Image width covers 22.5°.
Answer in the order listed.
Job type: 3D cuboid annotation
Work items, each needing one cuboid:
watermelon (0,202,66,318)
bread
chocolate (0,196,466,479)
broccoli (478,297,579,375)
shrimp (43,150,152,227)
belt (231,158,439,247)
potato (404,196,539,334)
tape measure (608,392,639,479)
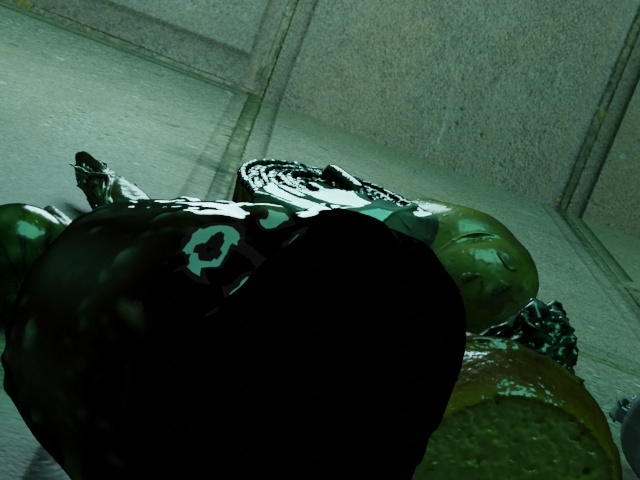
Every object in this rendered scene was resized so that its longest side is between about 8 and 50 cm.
[{"bbox_3d":[-0.246,0.018,1.310,0.109,0.109,0.109,20,11,-4],"label":"watermelon"},{"bbox_3d":[0.143,0.150,1.284,0.260,0.134,0.129,19,12,-11],"label":"bread"},{"bbox_3d":[-0.071,0.075,1.058,0.210,0.225,0.340,13,5,31],"label":"chocolate"},{"bbox_3d":[0.079,0.105,1.444,0.304,0.145,0.165,9,6,4],"label":"broccoli"},{"bbox_3d":[-0.234,-0.030,1.683,0.169,0.058,0.296,9,19,-39],"label":"shrimp"},{"bbox_3d":[0.000,0.000,1.710,0.207,0.150,0.257,7,14,-22],"label":"belt"},{"bbox_3d":[0.145,0.032,1.859,0.248,0.143,0.169,26,-27,46],"label":"potato"},{"bbox_3d":[0.388,0.207,1.492,0.197,0.120,0.236,10,19,-21],"label":"tape measure"}]
